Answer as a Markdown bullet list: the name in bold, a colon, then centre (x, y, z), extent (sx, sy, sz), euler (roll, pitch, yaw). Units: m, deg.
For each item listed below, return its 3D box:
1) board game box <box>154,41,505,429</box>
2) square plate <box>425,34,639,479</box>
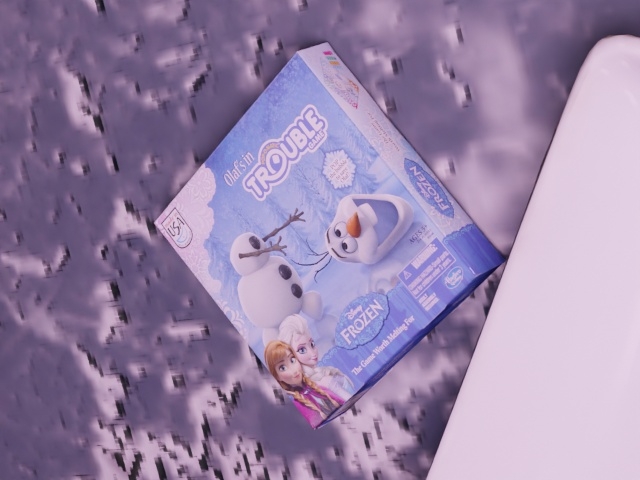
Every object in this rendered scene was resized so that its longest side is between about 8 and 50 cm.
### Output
- **board game box**: centre (0.000, 0.000, 0.557), extent (0.090, 0.020, 0.090), euler (52, 128, 12)
- **square plate**: centre (0.168, 0.164, 0.472), extent (0.347, 0.049, 0.344), euler (32, 123, 24)
